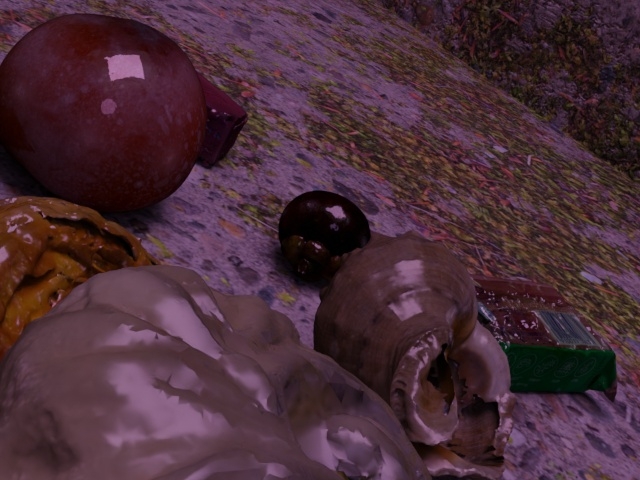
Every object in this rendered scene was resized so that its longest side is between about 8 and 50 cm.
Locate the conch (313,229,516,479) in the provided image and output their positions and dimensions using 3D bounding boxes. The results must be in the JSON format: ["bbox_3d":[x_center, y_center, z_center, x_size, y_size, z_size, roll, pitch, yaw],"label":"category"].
[{"bbox_3d":[0.102,0.144,0.916,0.263,0.186,0.324,39,35,-15],"label":"conch"}]

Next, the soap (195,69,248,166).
[{"bbox_3d":[-0.231,-0.219,1.398,0.250,0.099,0.162,41,20,27],"label":"soap"}]

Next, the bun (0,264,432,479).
[{"bbox_3d":[-0.059,0.175,0.547,0.360,0.211,0.359,35,32,-26],"label":"bun"}]

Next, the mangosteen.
[{"bbox_3d":[0.000,0.000,1.176,0.140,0.140,0.140,22,25,-11],"label":"mangosteen"}]

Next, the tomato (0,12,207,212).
[{"bbox_3d":[-0.271,-0.173,1.098,0.270,0.227,0.270,25,24,-12],"label":"tomato"}]

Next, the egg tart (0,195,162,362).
[{"bbox_3d":[-0.207,0.104,0.727,0.297,0.132,0.297,39,33,-33],"label":"egg tart"}]

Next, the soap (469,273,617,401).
[{"bbox_3d":[0.275,0.132,1.205,0.273,0.098,0.218,7,31,-36],"label":"soap"}]
